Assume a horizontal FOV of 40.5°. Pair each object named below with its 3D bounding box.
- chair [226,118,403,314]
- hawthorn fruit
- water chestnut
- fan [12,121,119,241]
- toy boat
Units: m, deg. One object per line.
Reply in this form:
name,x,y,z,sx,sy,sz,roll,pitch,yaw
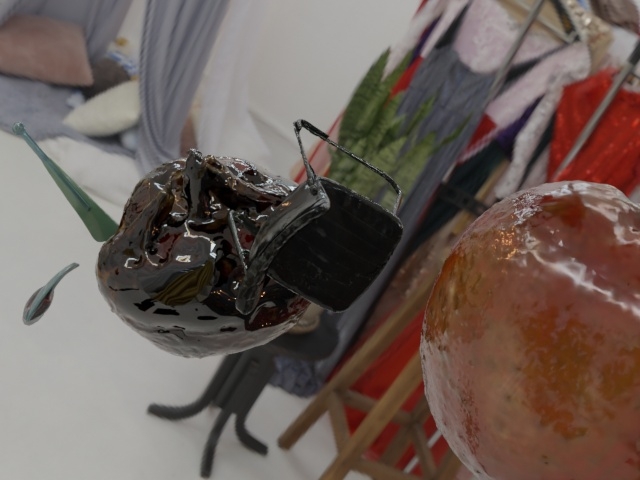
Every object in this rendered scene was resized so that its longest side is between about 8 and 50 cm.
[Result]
chair,0.000,0.000,0.840,0.145,0.140,0.221,32,17,-16
hawthorn fruit,0.216,0.103,0.693,0.276,0.299,0.275,7,30,-4
water chestnut,-0.133,0.015,1.092,0.289,0.289,0.244,33,-2,4
fan,-0.334,-0.075,1.129,0.193,0.038,0.016,53,-12,-22
toy boat,-0.426,0.077,1.361,0.034,0.122,0.096,36,37,-13
